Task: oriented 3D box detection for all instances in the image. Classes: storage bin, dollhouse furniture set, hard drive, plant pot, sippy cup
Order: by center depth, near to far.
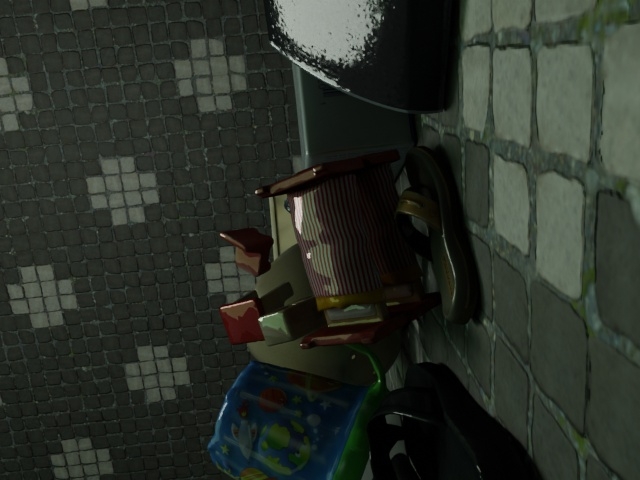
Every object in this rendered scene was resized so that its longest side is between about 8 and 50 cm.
[{"bbox_3d":[0.024,-0.240,0.627,0.254,0.054,0.172,37,149,34],"label":"hard drive"},{"bbox_3d":[-0.046,0.036,0.784,0.374,0.152,0.201,-18,90,45],"label":"dollhouse furniture set"},{"bbox_3d":[-0.036,0.297,0.888,0.240,0.224,0.305,95,-161,-50],"label":"sippy cup"},{"bbox_3d":[0.033,0.155,1.053,0.191,0.284,0.284,33,137,45],"label":"plant pot"},{"bbox_3d":[0.006,0.007,1.442,0.260,0.123,0.262,39,-146,-46],"label":"storage bin"}]

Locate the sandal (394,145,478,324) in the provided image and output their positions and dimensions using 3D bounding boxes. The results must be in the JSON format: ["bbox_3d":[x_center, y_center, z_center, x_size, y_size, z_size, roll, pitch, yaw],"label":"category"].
[{"bbox_3d":[0.111,-0.012,0.628,0.090,0.060,0.219,88,176,-61],"label":"sandal"}]

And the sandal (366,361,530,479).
[{"bbox_3d":[0.112,0.232,0.656,0.446,0.107,0.168,97,168,-84],"label":"sandal"}]

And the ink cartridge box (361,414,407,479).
[{"bbox_3d":[0.111,0.512,1.235,0.306,0.131,0.226,89,175,-51],"label":"ink cartridge box"}]

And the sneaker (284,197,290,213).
[{"bbox_3d":[0.000,0.000,1.186,0.153,0.099,0.282,29,123,41],"label":"sneaker"}]

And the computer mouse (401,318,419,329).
[{"bbox_3d":[0.113,0.022,0.921,0.262,0.060,0.184,-88,-26,-73],"label":"computer mouse"}]

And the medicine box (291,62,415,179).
[{"bbox_3d":[0.036,-0.222,0.917,0.289,0.149,0.264,94,170,-81],"label":"medicine box"}]

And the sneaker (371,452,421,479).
[{"bbox_3d":[0.107,0.407,0.895,0.105,0.115,0.281,56,169,30],"label":"sneaker"}]
